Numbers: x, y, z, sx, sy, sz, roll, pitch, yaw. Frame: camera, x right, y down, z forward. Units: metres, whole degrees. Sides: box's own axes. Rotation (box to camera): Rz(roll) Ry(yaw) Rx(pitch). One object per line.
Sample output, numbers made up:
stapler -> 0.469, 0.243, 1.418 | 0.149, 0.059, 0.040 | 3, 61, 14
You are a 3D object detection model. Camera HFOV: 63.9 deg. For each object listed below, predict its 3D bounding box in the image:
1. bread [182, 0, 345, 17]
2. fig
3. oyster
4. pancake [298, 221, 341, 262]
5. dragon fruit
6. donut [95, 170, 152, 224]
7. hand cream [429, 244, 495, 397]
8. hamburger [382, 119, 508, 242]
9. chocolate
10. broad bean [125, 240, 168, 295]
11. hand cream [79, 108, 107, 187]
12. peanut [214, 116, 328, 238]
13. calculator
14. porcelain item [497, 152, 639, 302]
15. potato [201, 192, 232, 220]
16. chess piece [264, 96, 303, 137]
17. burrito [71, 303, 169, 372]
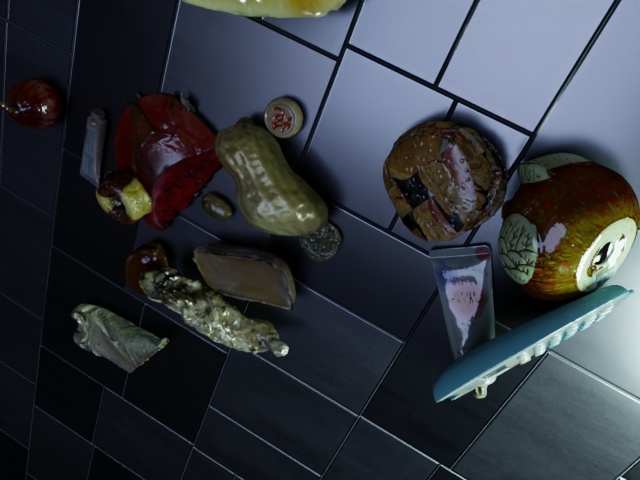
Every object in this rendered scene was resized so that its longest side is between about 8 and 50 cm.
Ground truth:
bread -> -0.122, -0.501, 0.822 | 0.388, 0.183, 0.236 | 2, 151, -22
fig -> -0.696, -0.333, 1.244 | 0.128, 0.150, 0.129 | -2, 97, -14
oyster -> -0.260, 0.176, 1.280 | 0.395, 0.204, 0.111 | 31, 83, -3
pancake -> 0.001, -0.001, 1.158 | 0.107, 0.017, 0.108 | 8, 116, 16
dragon fruit -> -0.394, -0.192, 1.198 | 0.282, 0.100, 0.343 | 49, 120, 2
donut -> -0.461, -0.097, 1.192 | 0.140, 0.059, 0.141 | 20, 137, 20
hand cream -> 0.314, 0.177, 1.080 | 0.124, 0.077, 0.341 | -6, 105, 25
hamburger -> 0.226, -0.111, 0.951 | 0.230, 0.106, 0.231 | 20, 123, 34
chocolate -> -0.170, 0.068, 1.222 | 0.261, 0.083, 0.161 | 11, 135, 22
broad bean -> -0.454, 0.078, 1.347 | 0.114, 0.084, 0.165 | 18, 124, 9
hand cream -> -0.567, -0.230, 1.285 | 0.067, 0.043, 0.210 | 34, 126, 8
peanut -> -0.113, -0.115, 1.070 | 0.291, 0.159, 0.143 | 52, 150, -5
calculator -> 0.385, 0.186, 0.935 | 0.386, 0.256, 0.055 | -31, 65, 13
porcelain item -> 0.399, -0.026, 0.889 | 0.252, 0.253, 0.253 | 9, 116, 19
potato -> -0.247, -0.078, 1.214 | 0.083, 0.040, 0.051 | 34, 126, 7
chess piece -> -0.076, -0.255, 1.066 | 0.083, 0.038, 0.084 | 9, 117, 18
burrito -> -0.578, 0.293, 1.485 | 0.347, 0.107, 0.175 | 16, 133, 18
